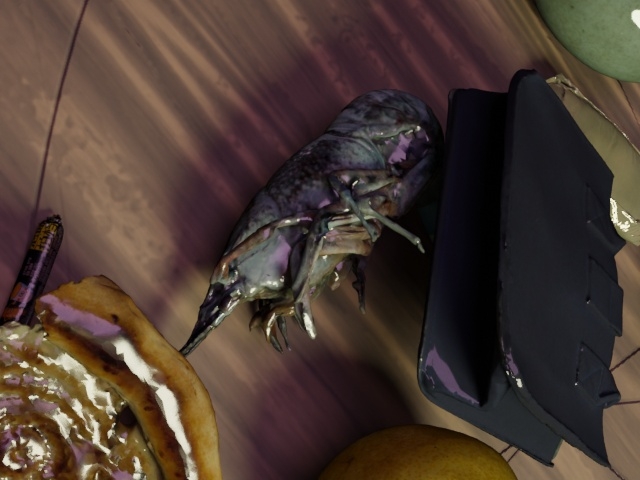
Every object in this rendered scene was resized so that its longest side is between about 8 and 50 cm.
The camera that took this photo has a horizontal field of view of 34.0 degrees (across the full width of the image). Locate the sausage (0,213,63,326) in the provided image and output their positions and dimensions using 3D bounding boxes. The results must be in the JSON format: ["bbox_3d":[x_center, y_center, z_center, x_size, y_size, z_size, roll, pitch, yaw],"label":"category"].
[{"bbox_3d":[-0.258,0.065,0.882,0.028,0.025,0.198,21,69,-6],"label":"sausage"}]

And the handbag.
[{"bbox_3d":[0.199,0.035,0.982,0.269,0.118,0.325,38,52,-41],"label":"handbag"}]

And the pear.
[{"bbox_3d":[0.080,0.261,0.907,0.209,0.209,0.208,6,77,-26],"label":"pear"}]

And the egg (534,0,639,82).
[{"bbox_3d":[0.332,-0.280,1.169,0.236,0.169,0.169,43,64,-15],"label":"egg"}]

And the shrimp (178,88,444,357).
[{"bbox_3d":[0.001,-0.002,0.941,0.137,0.172,0.372,38,67,-13],"label":"shrimp"}]

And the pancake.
[{"bbox_3d":[-0.174,0.139,0.849,0.257,0.056,0.212,17,96,-22],"label":"pancake"}]

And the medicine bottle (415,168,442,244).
[{"bbox_3d":[0.167,0.013,1.089,0.090,0.054,0.208,-28,95,-29],"label":"medicine bottle"}]

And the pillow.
[{"bbox_3d":[0.305,-0.094,1.181,0.208,0.053,0.119,39,61,-14],"label":"pillow"}]
